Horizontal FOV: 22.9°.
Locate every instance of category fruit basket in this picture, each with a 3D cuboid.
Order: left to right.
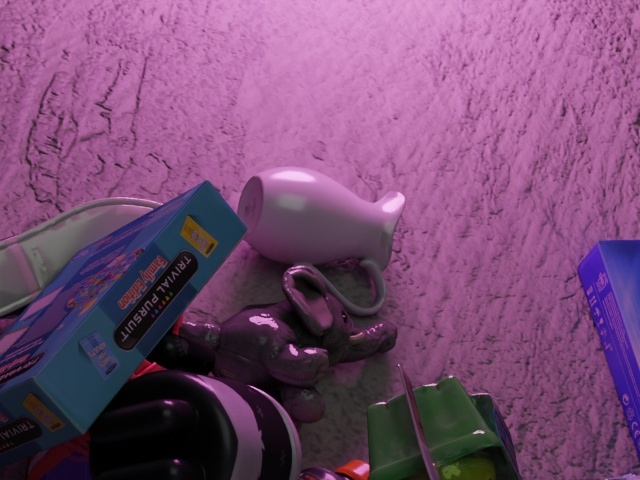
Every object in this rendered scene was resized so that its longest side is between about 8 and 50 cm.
[{"bbox_3d":[0.178,0.338,1.727,0.165,0.327,0.353,-26,58,3],"label":"fruit basket"}]

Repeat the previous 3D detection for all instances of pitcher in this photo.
[{"bbox_3d":[0.000,0.000,2.051,0.207,0.125,0.177,12,69,-26],"label":"pitcher"}]

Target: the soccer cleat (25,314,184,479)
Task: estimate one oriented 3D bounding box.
[{"bbox_3d":[-0.246,0.187,1.829,0.109,0.116,0.318,27,53,-1],"label":"soccer cleat"}]

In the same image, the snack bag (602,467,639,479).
[{"bbox_3d":[0.308,0.446,1.907,0.323,0.037,0.342,-2,56,-22],"label":"snack bag"}]

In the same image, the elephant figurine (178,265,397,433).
[{"bbox_3d":[-0.030,0.116,1.952,0.169,0.186,0.239,2,35,26],"label":"elephant figurine"}]

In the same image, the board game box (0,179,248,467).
[{"bbox_3d":[-0.254,0.098,1.685,0.079,0.254,0.336,50,46,-14],"label":"board game box"}]

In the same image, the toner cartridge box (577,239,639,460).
[{"bbox_3d":[0.478,0.162,2.132,0.165,0.075,0.348,-2,59,-20],"label":"toner cartridge box"}]

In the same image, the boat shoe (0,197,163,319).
[{"bbox_3d":[-0.314,0.026,1.918,0.319,0.099,0.116,-18,90,-26],"label":"boat shoe"}]

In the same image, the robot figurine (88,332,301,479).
[{"bbox_3d":[-0.131,0.224,1.636,0.173,0.278,0.209,28,93,24],"label":"robot figurine"}]

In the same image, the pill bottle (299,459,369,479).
[{"bbox_3d":[-0.031,0.341,1.794,0.246,0.130,0.130,-27,70,-31],"label":"pill bottle"}]
